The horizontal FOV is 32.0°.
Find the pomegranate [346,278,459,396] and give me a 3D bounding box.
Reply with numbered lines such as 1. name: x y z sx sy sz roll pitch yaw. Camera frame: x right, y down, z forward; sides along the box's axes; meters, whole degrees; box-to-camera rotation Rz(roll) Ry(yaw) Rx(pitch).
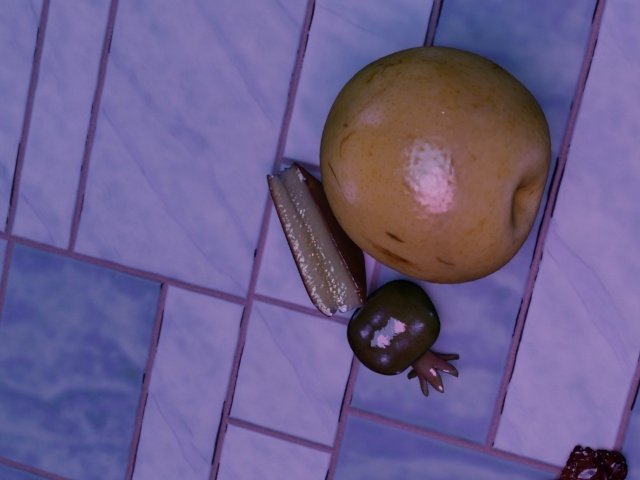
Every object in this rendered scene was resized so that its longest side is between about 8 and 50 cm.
1. pomegranate: 0.137 0.157 1.783 0.191 0.131 0.152 41 100 -18

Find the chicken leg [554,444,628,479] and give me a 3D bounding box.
1. chicken leg: 0.393 0.390 1.783 0.205 0.053 0.093 -30 67 9

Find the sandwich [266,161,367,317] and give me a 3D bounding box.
1. sandwich: 0.000 0.000 1.797 0.094 0.096 0.258 -24 81 19

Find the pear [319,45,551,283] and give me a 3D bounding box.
1. pear: 0.168 -0.111 1.624 0.348 0.348 0.348 2 98 14
